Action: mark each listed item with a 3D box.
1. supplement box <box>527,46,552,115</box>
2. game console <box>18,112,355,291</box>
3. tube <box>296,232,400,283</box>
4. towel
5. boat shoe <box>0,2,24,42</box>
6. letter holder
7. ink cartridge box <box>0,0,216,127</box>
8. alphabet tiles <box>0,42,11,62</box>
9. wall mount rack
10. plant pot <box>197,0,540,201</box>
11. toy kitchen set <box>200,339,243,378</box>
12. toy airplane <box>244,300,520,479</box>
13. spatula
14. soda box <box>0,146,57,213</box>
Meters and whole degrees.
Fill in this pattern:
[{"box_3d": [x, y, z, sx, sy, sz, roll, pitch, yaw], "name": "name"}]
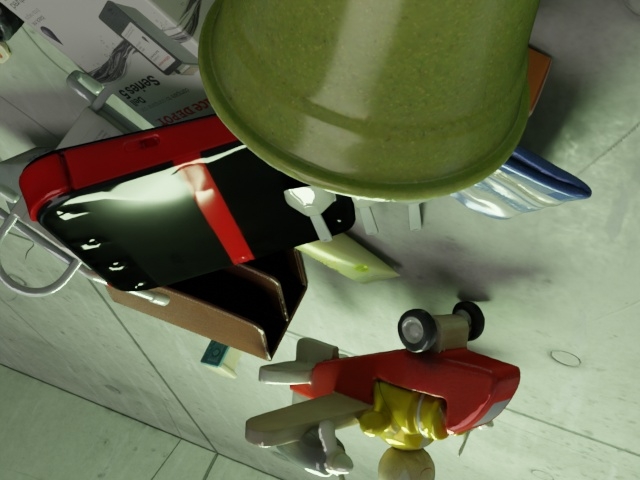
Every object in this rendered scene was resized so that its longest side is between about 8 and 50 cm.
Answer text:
[{"box_3d": [0.091, -0.179, 0.875, 0.233, 0.080, 0.078, 26, 155, -3], "name": "supplement box"}, {"box_3d": [-0.133, -0.045, 1.094, 0.342, 0.060, 0.386, -17, 163, -1], "name": "game console"}, {"box_3d": [0.000, 0.000, 1.336, 0.240, 0.062, 0.070, 33, -165, -25], "name": "tube"}, {"box_3d": [0.141, -0.078, 0.957, 0.209, 0.034, 0.285, 27, 177, -2], "name": "towel"}, {"box_3d": [-0.470, -0.342, 1.062, 0.306, 0.105, 0.113, 38, 153, -24], "name": "boat shoe"}, {"box_3d": [-0.194, 0.036, 1.482, 0.302, 0.152, 0.214, 19, 152, 16], "name": "letter holder"}, {"box_3d": [-0.182, -0.243, 0.964, 0.273, 0.114, 0.198, 40, 152, -27], "name": "ink cartridge box"}, {"box_3d": [-0.574, -0.323, 1.301, 0.278, 0.021, 0.284, 38, 152, -25], "name": "alphabet tiles"}, {"box_3d": [-0.272, -0.056, 1.275, 0.304, 0.350, 0.130, 37, -171, -16], "name": "wall mount rack"}, {"box_3d": [0.059, -0.213, 0.667, 0.276, 0.276, 0.254, 24, 143, 6], "name": "plant pot"}, {"box_3d": [-0.226, 0.138, 1.687, 0.207, 0.166, 0.122, 8, 150, 34], "name": "toy kitchen set"}, {"box_3d": [0.088, 0.258, 1.410, 0.386, 0.272, 0.384, -11, 173, -2], "name": "toy airplane"}, {"box_3d": [0.051, -0.036, 1.127, 0.168, 0.019, 0.242, -8, 168, 4], "name": "spatula"}, {"box_3d": [-0.381, -0.089, 1.449, 0.286, 0.091, 0.098, 4, 116, 40], "name": "soda box"}]
